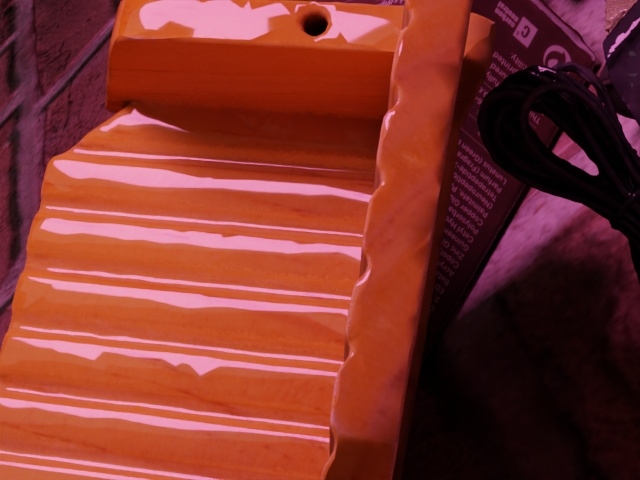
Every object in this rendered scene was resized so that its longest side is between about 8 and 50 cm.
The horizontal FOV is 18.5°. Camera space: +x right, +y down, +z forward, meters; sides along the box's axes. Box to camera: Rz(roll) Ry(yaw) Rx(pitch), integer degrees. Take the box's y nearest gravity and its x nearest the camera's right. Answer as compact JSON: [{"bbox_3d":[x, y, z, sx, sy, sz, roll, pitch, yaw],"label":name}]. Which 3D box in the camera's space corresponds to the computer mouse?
[{"bbox_3d":[0.226,-0.093,0.955,0.272,0.188,0.072,-47,-7,-20],"label":"computer mouse"}]

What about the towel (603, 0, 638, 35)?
[{"bbox_3d":[0.234,-0.151,1.131,0.148,0.027,0.110,-15,18,13],"label":"towel"}]

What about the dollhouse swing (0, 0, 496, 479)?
[{"bbox_3d":[-0.064,0.018,0.976,0.315,0.305,0.346,5,72,18],"label":"dollhouse swing"}]

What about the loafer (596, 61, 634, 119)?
[{"bbox_3d":[0.200,-0.074,1.107,0.061,0.062,0.170,-58,20,-7],"label":"loafer"}]

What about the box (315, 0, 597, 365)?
[{"bbox_3d":[0.000,0.000,1.283,0.191,0.143,0.381,-9,47,60],"label":"box"}]

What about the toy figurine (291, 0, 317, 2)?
[{"bbox_3d":[0.126,-0.243,1.381,0.362,0.191,0.217,-50,56,7],"label":"toy figurine"}]
